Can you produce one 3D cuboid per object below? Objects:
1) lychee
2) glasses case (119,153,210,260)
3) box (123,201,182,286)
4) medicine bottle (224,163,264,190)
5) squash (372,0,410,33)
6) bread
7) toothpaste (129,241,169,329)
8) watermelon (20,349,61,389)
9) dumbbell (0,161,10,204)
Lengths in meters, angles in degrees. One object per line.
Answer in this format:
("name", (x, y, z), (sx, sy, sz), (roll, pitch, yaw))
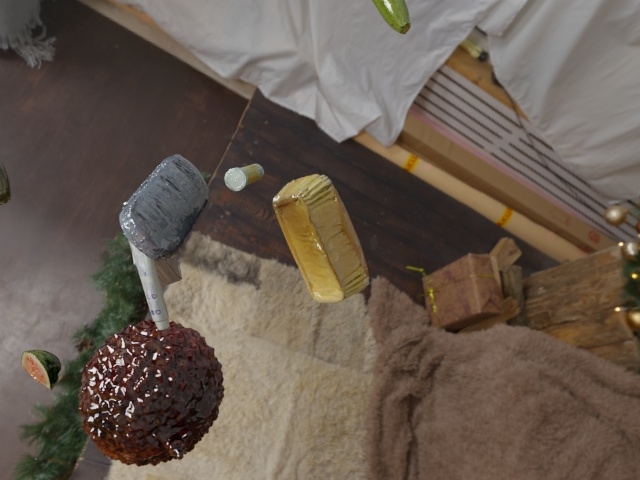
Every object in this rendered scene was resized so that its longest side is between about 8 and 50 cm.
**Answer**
("lychee", (-0.489, 0.461, 1.485), (0.425, 0.424, 0.500), (-4, 34, -31))
("glasses case", (-0.262, -0.065, 0.868), (0.109, 0.067, 0.282), (51, 19, -22))
("box", (-0.571, 0.006, 1.713), (0.106, 0.203, 0.251), (-17, 63, -4))
("medicine bottle", (-0.253, -0.221, 1.707), (0.074, 0.074, 0.218), (48, 17, -3))
("squash", (0.130, -0.517, 1.035), (0.066, 0.066, 0.201), (-21, 81, -35))
("bread", (0.000, 0.000, 1.110), (0.119, 0.153, 0.287), (-34, 106, -41))
("toothpaste", (-0.351, 0.082, 1.029), (0.033, 0.052, 0.217), (-41, 122, -64))
("watermelon", (-0.809, 0.357, 1.465), (0.163, 0.086, 0.069), (23, 25, 28))
("dumbbell", (-0.384, -0.053, 0.507), (0.118, 0.046, 0.052), (-15, 101, -30))
